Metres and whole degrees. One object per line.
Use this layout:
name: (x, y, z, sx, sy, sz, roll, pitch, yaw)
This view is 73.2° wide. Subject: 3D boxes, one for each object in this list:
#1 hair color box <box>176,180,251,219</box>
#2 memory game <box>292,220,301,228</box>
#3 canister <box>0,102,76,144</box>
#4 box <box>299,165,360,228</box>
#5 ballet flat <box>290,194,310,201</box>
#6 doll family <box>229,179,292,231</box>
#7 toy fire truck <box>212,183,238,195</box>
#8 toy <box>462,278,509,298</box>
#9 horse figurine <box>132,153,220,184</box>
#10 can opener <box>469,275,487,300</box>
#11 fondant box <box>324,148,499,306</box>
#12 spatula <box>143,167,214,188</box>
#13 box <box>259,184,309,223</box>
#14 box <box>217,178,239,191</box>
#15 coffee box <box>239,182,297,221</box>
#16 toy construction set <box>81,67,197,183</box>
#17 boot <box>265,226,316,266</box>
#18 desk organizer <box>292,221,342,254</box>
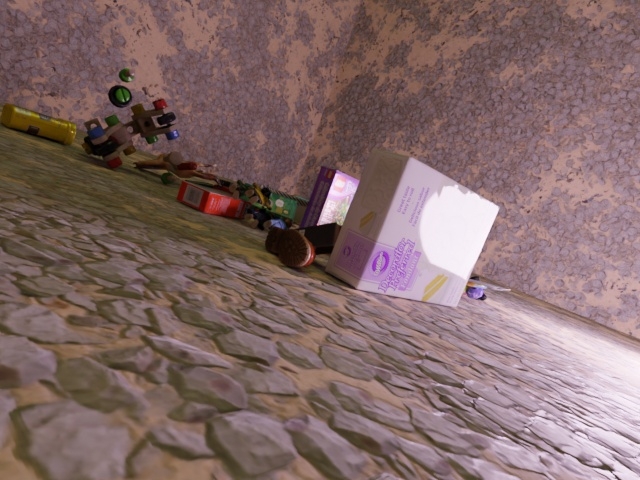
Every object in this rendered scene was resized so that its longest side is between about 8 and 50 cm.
hair color box: (-0.257, -0.096, 1.059, 0.093, 0.053, 0.167, 23, 7, 25)
memory game: (-0.113, -0.066, 1.496, 0.186, 0.012, 0.186, 20, 6, -2)
canister: (-0.871, -0.360, 1.332, 0.126, 0.073, 0.170, 24, 8, 39)
box: (0.074, -0.064, 1.168, 0.057, 0.200, 0.293, 24, 7, 38)
ballet flat: (-0.013, -0.132, 2.139, 0.343, 0.116, 0.124, 16, -13, -5)
doll family: (-0.140, -0.078, 1.066, 0.192, 0.076, 0.111, 63, 15, 2)
toy fire truck: (-0.261, -0.144, 1.480, 0.192, 0.047, 0.135, 20, 8, 23)
toy: (0.382, 0.124, 1.200, 0.237, 0.056, 0.137, 18, 7, 41)
horse figurine: (-0.474, -0.252, 1.472, 0.264, 0.066, 0.174, 19, 20, 15)
can opener: (0.488, 0.156, 1.345, 0.059, 0.073, 0.186, 59, 9, -3)
fondant box: (0.191, -0.008, 0.841, 0.330, 0.238, 0.096, 15, 9, -41)
spatula: (-0.514, -0.231, 1.572, 0.297, 0.030, 0.084, 17, 4, -28)
box: (-0.115, -0.127, 1.657, 0.275, 0.094, 0.113, 19, 6, -12)
box: (-0.336, -0.184, 1.583, 0.052, 0.062, 0.083, 21, 6, 20)
coffee box: (-0.170, -0.113, 1.367, 0.184, 0.040, 0.113, 19, 36, -9)
toy construction set: (-0.551, -0.295, 1.289, 0.237, 0.257, 0.309, 8, -26, 46)
boot: (-0.033, 0.016, 0.758, 0.085, 0.059, 0.158, 23, 3, -26)
desk organizer: (0.000, 0.000, 0.845, 0.050, 0.047, 0.130, 20, -18, -40)
